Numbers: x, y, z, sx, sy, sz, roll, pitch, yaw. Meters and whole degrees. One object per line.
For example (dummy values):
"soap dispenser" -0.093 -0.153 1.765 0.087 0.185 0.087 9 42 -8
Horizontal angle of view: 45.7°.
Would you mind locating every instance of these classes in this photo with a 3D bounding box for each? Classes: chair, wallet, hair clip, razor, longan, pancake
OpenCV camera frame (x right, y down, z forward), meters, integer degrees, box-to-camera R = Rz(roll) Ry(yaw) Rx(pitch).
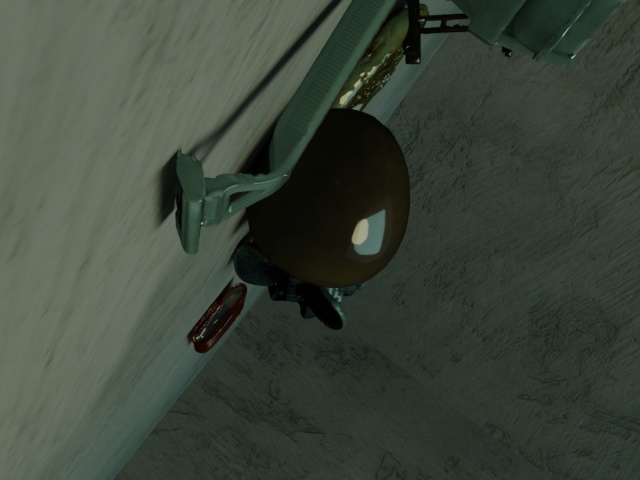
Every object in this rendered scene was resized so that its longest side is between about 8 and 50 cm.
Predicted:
"chair" 0.128 -0.276 0.661 0.106 0.113 0.229 -50 139 -79
"wallet" -0.197 0.154 1.475 0.142 0.045 0.204 -51 178 -15
"hair clip" -0.003 0.006 1.150 0.206 0.194 0.310 -56 168 -29
"razor" -0.006 -0.109 0.543 0.278 0.056 0.111 -52 178 -20
"longan" 0.009 -0.037 0.745 0.189 0.189 0.189 -53 179 -1
"pancake" 0.055 -0.197 0.950 0.253 0.037 0.253 -51 -178 2

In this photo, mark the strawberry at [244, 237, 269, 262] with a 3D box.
"strawberry" -0.019 -0.048 0.953 0.187 0.082 0.146 -39 176 -3

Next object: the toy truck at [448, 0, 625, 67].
"toy truck" 0.107 -0.193 0.351 0.257 0.140 0.108 -53 179 -32
